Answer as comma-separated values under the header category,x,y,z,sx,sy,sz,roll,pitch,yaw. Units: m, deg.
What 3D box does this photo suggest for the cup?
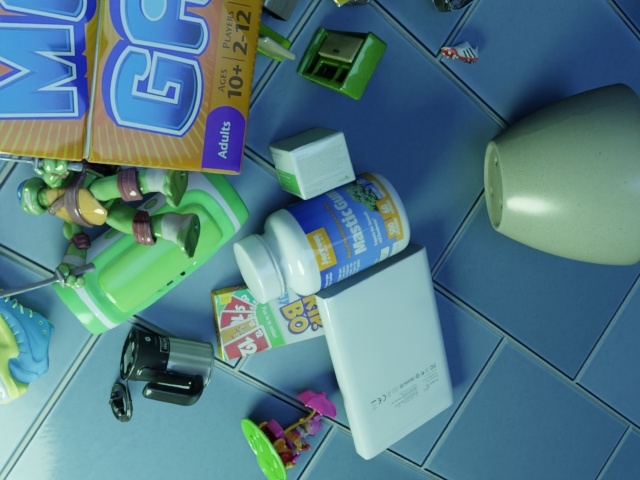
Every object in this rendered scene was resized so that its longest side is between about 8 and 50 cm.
category,x,y,z,sx,sy,sz,roll,pitch,yaw
cup,0.433,-0.111,1.350,0.237,0.331,0.331,-4,107,2

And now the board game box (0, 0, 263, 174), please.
category,x,y,z,sx,sy,sz,roll,pitch,yaw
board game box,-0.299,-0.295,0.902,0.356,0.356,0.356,3,102,-27

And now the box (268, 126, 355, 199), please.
category,x,y,z,sx,sy,sz,roll,pitch,yaw
box,-0.014,-0.130,1.223,0.102,0.101,0.087,-23,111,-18

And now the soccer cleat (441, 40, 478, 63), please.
category,x,y,z,sx,sy,sz,roll,pitch,yaw
soccer cleat,0.253,-0.346,1.337,0.083,0.029,0.036,6,92,-30

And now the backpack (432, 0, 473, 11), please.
category,x,y,z,sx,sy,sz,roll,pitch,yaw
backpack,0.237,-0.460,1.265,0.114,0.084,0.105,-31,115,-10

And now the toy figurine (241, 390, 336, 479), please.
category,x,y,z,sx,sy,sz,roll,pitch,yaw
toy figurine,-0.040,0.349,1.343,0.159,0.130,0.173,-32,137,-25

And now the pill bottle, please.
category,x,y,z,sx,sy,sz,roll,pitch,yaw
pill bottle,0.000,0.000,1.235,0.272,0.152,0.152,-25,113,-18

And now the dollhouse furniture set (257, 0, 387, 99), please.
category,x,y,z,sx,sy,sz,roll,pitch,yaw
dollhouse furniture set,0.020,-0.402,1.122,0.197,0.151,0.301,25,95,-35

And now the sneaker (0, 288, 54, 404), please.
category,x,y,z,sx,sy,sz,roll,pitch,yaw
sneaker,-0.477,0.115,1.094,0.126,0.091,0.240,-25,101,-54

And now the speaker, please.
category,x,y,z,sx,sy,sz,roll,pitch,yaw
speaker,-0.257,0.011,1.133,0.296,0.131,0.131,-39,116,-12

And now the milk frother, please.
category,x,y,z,sx,sy,sz,roll,pitch,yaw
milk frother,-0.265,0.230,1.214,0.134,0.129,0.143,16,139,-27

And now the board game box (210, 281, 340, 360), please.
category,x,y,z,sx,sy,sz,roll,pitch,yaw
board game box,-0.060,0.122,1.308,0.259,0.039,0.124,-13,109,-25

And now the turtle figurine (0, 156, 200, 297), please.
category,x,y,z,sx,sy,sz,roll,pitch,yaw
turtle figurine,-0.314,-0.023,0.978,0.266,0.274,0.198,1,94,11

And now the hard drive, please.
category,x,y,z,sx,sy,sz,roll,pitch,yaw
hard drive,0.131,0.210,1.392,0.233,0.047,0.353,-26,116,-25
